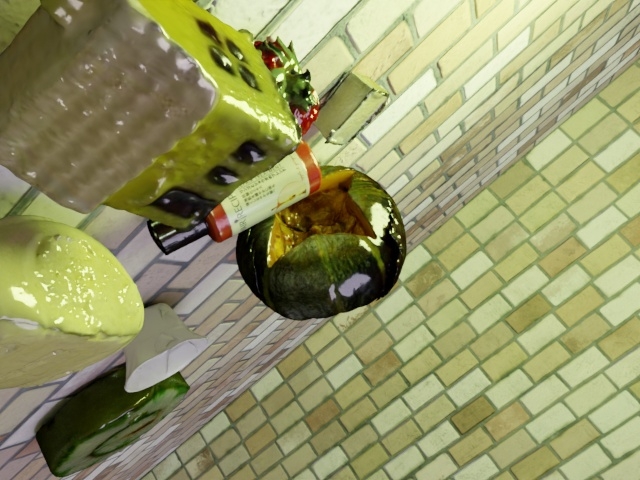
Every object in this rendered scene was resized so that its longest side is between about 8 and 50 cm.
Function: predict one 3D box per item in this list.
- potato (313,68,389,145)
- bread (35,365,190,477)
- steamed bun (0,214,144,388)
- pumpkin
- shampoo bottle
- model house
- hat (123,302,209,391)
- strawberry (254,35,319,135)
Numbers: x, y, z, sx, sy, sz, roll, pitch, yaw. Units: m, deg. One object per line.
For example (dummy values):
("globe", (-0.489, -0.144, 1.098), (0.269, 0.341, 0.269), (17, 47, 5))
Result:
("potato", (0.048, -0.221, 0.793), (0.122, 0.061, 0.086), (-45, 161, 27))
("bread", (-0.538, 0.468, 1.247), (0.366, 0.129, 0.382), (-25, 159, -35))
("steamed bun", (-0.373, 0.077, 0.564), (0.232, 0.166, 0.273), (-25, 158, 12))
("pumpkin", (0.000, 0.000, 0.870), (0.320, 0.320, 0.192), (-33, 140, -14))
("shampoo bottle", (-0.137, -0.067, 0.747), (0.278, 0.104, 0.104), (-31, 161, -21))
("model house", (-0.168, -0.134, 0.426), (0.193, 0.174, 0.234), (-31, 156, 22))
("hat", (-0.348, 0.214, 0.993), (0.203, 0.126, 0.203), (-34, 162, -13))
("strawberry", (-0.073, -0.173, 0.597), (0.131, 0.131, 0.148), (-25, 180, -34))
